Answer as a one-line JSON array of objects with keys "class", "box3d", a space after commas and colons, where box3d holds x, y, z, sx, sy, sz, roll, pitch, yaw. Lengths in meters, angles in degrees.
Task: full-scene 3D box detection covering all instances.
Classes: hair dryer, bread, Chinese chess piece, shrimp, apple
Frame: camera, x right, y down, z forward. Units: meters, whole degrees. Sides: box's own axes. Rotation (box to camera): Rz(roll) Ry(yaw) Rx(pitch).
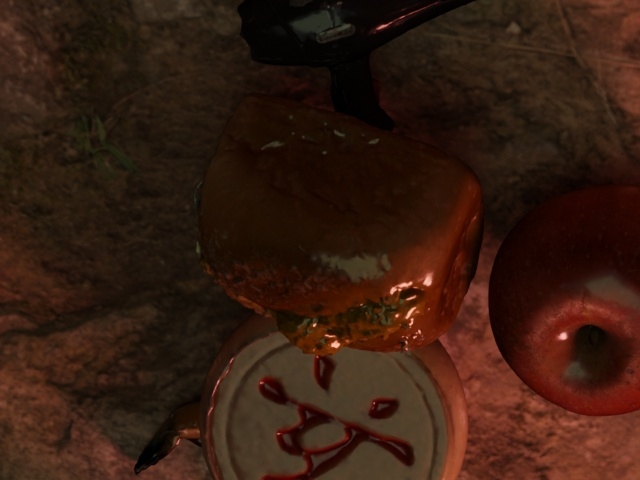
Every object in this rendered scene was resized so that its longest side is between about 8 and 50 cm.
[{"class": "hair dryer", "box3d": [0.070, -0.132, 1.429, 0.235, 0.091, 0.271, -14, 126, 5]}, {"class": "bread", "box3d": [0.000, 0.000, 1.389, 0.246, 0.176, 0.195, 21, 155, 20]}, {"class": "Chinese chess piece", "box3d": [0.012, 0.167, 1.530, 0.250, 0.103, 0.249, 2, 103, 7]}, {"class": "shrimp", "box3d": [-0.089, 0.270, 1.660, 0.198, 0.051, 0.262, 3, 114, 16]}, {"class": "apple", "box3d": [0.247, 0.045, 1.427, 0.201, 0.162, 0.201, 10, 125, 15]}]
